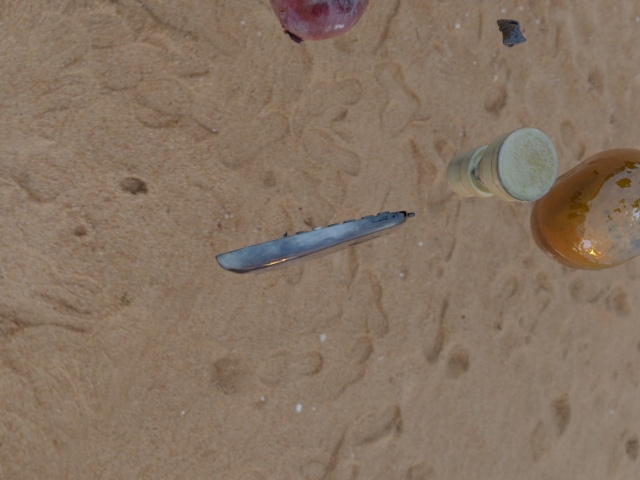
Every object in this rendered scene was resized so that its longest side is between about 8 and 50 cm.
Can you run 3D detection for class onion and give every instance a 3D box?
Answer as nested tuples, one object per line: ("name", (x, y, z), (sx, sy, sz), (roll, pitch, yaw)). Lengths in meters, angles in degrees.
("onion", (0.004, -0.377, 0.823), (0.159, 0.195, 0.159), (1, 84, -11))

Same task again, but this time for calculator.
("calculator", (0.000, 0.000, 0.801), (0.268, 0.177, 0.040), (-18, 86, 4))

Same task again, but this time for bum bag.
("bum bag", (0.450, -0.492, 1.375), (0.034, 0.058, 0.124), (89, 3, -48))

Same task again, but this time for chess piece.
("chess piece", (0.231, -0.096, 0.803), (0.094, 0.170, 0.094), (0, 91, -20))

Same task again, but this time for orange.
("orange", (0.466, -0.046, 0.967), (0.240, 0.240, 0.171), (-33, 86, -31))
